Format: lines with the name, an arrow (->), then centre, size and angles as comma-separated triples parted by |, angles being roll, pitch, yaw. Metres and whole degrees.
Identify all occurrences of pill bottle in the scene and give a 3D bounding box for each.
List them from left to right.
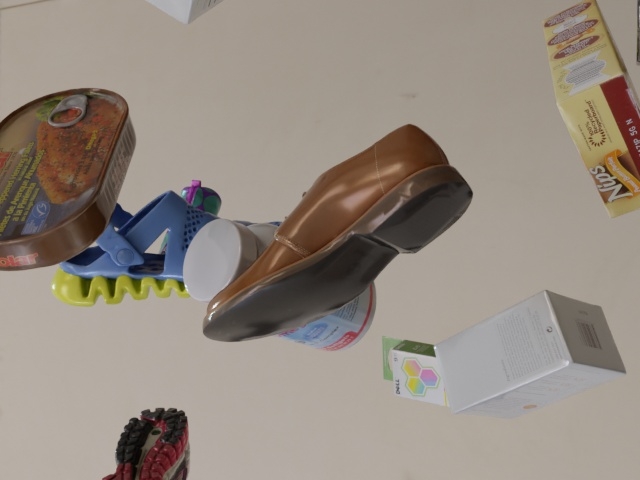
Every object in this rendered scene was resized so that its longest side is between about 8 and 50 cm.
pill bottle -> -0.031, 0.037, 0.612 | 0.160, 0.087, 0.087 | 24, -111, -44

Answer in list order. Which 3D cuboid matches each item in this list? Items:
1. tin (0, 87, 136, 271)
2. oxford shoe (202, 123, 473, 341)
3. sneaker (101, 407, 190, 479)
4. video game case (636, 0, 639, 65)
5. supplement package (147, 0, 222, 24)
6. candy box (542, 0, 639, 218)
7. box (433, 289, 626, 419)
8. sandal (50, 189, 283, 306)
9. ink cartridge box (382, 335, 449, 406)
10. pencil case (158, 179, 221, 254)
tin -> -0.198, -0.050, 0.542 | 0.189, 0.106, 0.040 | -88, -4, -48
oxford shoe -> 0.000, 0.000, 0.511 | 0.076, 0.212, 0.076 | 32, -153, -54
sneaker -> -0.235, 0.351, 0.969 | 0.299, 0.121, 0.112 | -64, -30, -62
video game case -> 0.580, -0.367, 1.063 | 0.042, 0.232, 0.210 | -7, -83, -71
supplement package -> -0.184, -0.491, 1.077 | 0.262, 0.199, 0.198 | -52, -8, -42
candy box -> 0.385, -0.193, 1.009 | 0.183, 0.088, 0.316 | 56, -152, -24
box -> 0.248, 0.143, 0.885 | 0.130, 0.170, 0.091 | 16, -128, -41
sandal -> -0.187, 0.000, 0.947 | 0.126, 0.318, 0.138 | -130, 37, -68
ink cartridge box -> 0.209, 0.277, 1.563 | 0.062, 0.209, 0.108 | -25, -65, -52
pencil case -> -0.196, -0.009, 1.075 | 0.070, 0.065, 0.151 | 67, -148, -51
